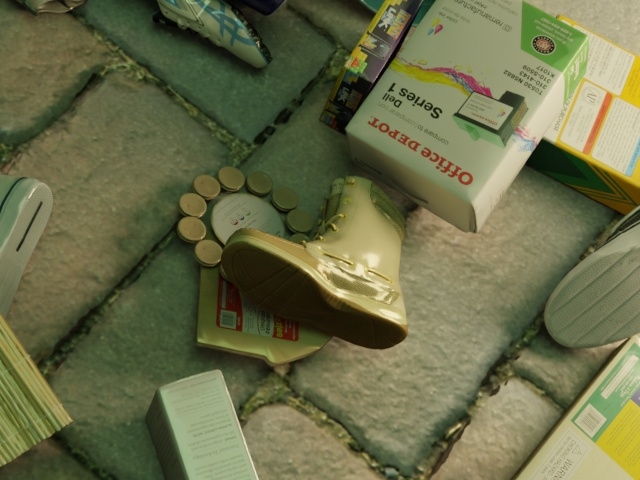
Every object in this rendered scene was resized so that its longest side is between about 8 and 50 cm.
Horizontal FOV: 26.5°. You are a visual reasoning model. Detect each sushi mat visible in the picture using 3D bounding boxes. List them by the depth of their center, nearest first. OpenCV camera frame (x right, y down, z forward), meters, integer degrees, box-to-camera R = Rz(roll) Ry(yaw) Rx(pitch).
[{"bbox_3d":[-0.424,0.112,1.503,0.151,0.019,0.316,-34,86,-14],"label":"sushi mat"}]

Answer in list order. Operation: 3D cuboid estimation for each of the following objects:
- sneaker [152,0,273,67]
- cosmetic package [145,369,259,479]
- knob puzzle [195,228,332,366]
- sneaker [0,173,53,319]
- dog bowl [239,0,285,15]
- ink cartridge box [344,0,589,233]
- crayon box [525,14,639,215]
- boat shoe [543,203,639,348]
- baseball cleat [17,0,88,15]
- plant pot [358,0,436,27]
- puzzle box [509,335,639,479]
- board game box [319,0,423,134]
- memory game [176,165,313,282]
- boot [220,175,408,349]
[{"bbox_3d":[-0.167,-0.304,1.825,0.237,0.085,0.086,38,95,-3],"label":"sneaker"},{"bbox_3d":[-0.122,0.276,1.542,0.085,0.117,0.231,-16,72,-20],"label":"cosmetic package"},{"bbox_3d":[-0.059,0.078,1.693,0.213,0.030,0.213,12,51,-15],"label":"knob puzzle"},{"bbox_3d":[-0.409,0.035,1.603,0.091,0.094,0.258,14,63,23],"label":"sneaker"},{"bbox_3d":[-0.046,-0.434,1.797,0.104,0.265,0.265,31,61,-15],"label":"dog bowl"},{"bbox_3d":[0.191,-0.181,1.774,0.201,0.117,0.278,32,79,16],"label":"ink cartridge box"},{"bbox_3d":[0.428,-0.150,1.904,0.323,0.083,0.203,27,63,-1],"label":"crayon box"},{"bbox_3d":[0.433,0.019,1.785,0.335,0.119,0.121,-37,101,6],"label":"boat shoe"},{"bbox_3d":[-0.330,-0.377,1.821,0.109,0.072,0.206,44,69,-6],"label":"baseball cleat"},{"bbox_3d":[0.163,-0.481,1.896,0.271,0.272,0.255,15,49,-8],"label":"plant pot"},{"bbox_3d":[0.375,0.343,1.682,0.272,0.052,0.409,43,62,7],"label":"puzzle box"},{"bbox_3d":[0.070,-0.244,1.818,0.048,0.141,0.170,31,63,0],"label":"board game box"},{"bbox_3d":[-0.093,-0.018,1.722,0.186,0.012,0.186,12,51,-15],"label":"memory game"},{"bbox_3d":[0.000,0.000,1.674,0.262,0.095,0.203,25,49,-24],"label":"boot"}]
